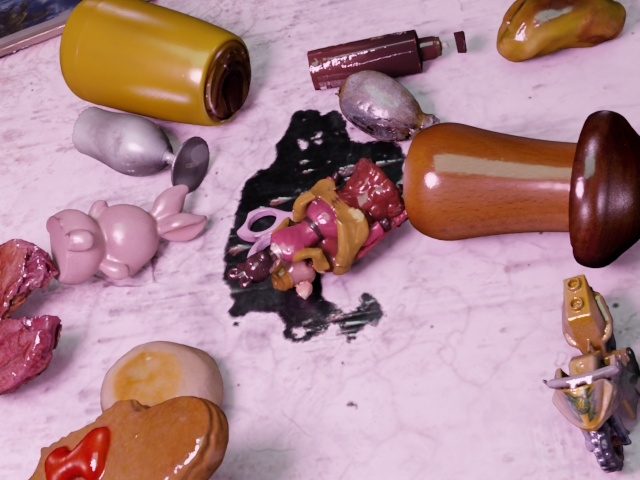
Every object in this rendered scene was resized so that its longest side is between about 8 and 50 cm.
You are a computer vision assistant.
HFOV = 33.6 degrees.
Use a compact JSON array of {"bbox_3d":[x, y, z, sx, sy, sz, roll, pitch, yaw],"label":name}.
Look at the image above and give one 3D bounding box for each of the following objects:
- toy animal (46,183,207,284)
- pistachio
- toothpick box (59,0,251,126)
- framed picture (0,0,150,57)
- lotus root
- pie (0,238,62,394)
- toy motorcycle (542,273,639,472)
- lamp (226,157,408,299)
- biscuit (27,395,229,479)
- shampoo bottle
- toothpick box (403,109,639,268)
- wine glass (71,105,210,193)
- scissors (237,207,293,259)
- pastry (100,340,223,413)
[{"bbox_3d":[-0.268,0.000,1.482,0.212,0.124,0.124,-9,48,-25],"label":"toy animal"},{"bbox_3d":[0.340,-0.321,1.518,0.189,0.100,0.110,-14,57,8],"label":"pistachio"},{"bbox_3d":[-0.243,-0.269,1.611,0.271,0.175,0.175,18,62,23],"label":"toothpick box"},{"bbox_3d":[-0.453,-0.450,1.894,0.315,0.024,0.232,-20,51,1],"label":"framed picture"},{"bbox_3d":[0.092,-0.187,1.512,0.165,0.088,0.088,32,69,22],"label":"lotus root"},{"bbox_3d":[-0.425,0.106,1.429,0.204,0.054,0.219,-18,62,32],"label":"pie"},{"bbox_3d":[0.304,0.138,1.183,0.094,0.130,0.229,-19,49,28],"label":"toy motorcycle"},{"bbox_3d":[0.000,0.000,1.382,0.253,0.118,0.118,-40,54,-11],"label":"lamp"},{"bbox_3d":[-0.246,0.367,1.130,0.368,0.076,0.394,-29,48,26],"label":"biscuit"},{"bbox_3d":[0.099,-0.274,1.577,0.236,0.067,0.068,-10,44,9],"label":"shampoo bottle"},{"bbox_3d":[0.261,-0.067,1.313,0.294,0.192,0.192,4,57,26],"label":"toothpick box"},{"bbox_3d":[-0.270,-0.138,1.575,0.202,0.093,0.093,21,64,25],"label":"wine glass"},{"bbox_3d":[-0.012,-0.032,1.466,0.212,0.021,0.110,-23,49,-1],"label":"scissors"},{"bbox_3d":[-0.197,0.192,1.320,0.156,0.092,0.156,-5,53,6],"label":"pastry"}]
